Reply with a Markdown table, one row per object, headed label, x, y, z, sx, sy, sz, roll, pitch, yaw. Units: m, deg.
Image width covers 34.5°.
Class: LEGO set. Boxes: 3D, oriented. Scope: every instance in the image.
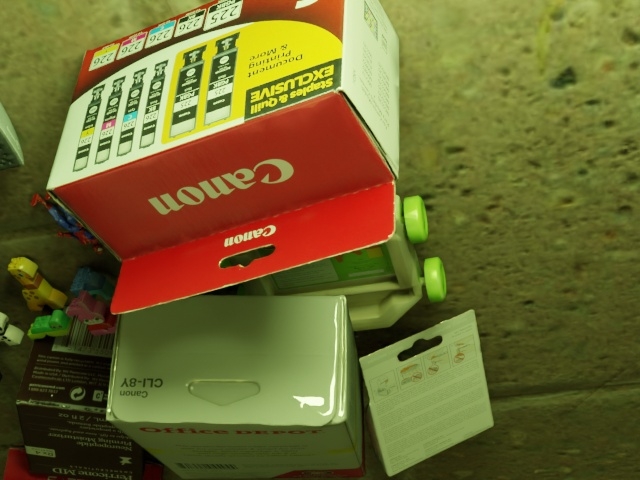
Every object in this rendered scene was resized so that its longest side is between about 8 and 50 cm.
| label | x | y | z | sx | sy | sz | roll | pitch | yaw |
| --- | --- | --- | --- | --- | --- | --- | --- | --- | --- |
| LEGO set | -0.363 | 0.071 | 1.350 | 0.227 | 0.087 | 0.093 | -10 | 136 | 25 |

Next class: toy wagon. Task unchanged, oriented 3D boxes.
| label | x | y | z | sx | sy | sz | roll | pitch | yaw |
| --- | --- | --- | --- | --- | --- | --- | --- | --- | --- |
| toy wagon | 0.000 | 0.000 | 1.251 | 0.267 | 0.068 | 0.344 | -8 | 138 | 13 |

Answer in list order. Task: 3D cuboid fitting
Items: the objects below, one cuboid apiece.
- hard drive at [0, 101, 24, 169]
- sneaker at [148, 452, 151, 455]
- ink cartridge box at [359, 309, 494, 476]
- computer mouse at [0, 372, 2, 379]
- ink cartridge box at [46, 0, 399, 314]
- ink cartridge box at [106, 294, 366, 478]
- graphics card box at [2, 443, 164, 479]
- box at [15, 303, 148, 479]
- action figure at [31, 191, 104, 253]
| label | x | y | z | sx | sy | sz | roll | pitch | yaw |
| --- | --- | --- | --- | --- | --- | --- | --- | --- | --- |
| hard drive | -0.441 | -0.164 | 1.092 | 0.172 | 0.054 | 0.255 | -10 | 139 | 16 |
| sneaker | -0.170 | 0.295 | 1.595 | 0.225 | 0.093 | 0.088 | -6 | 140 | 9 |
| ink cartridge box | 0.145 | 0.207 | 1.460 | 0.181 | 0.056 | 0.225 | -23 | 121 | -12 |
| computer mouse | -0.517 | 0.126 | 1.400 | 0.184 | 0.060 | 0.262 | 46 | 158 | 3 |
| ink cartridge box | -0.088 | -0.100 | 0.976 | 0.309 | 0.272 | 0.130 | -17 | 137 | 21 |
| ink cartridge box | -0.088 | 0.203 | 1.348 | 0.279 | 0.161 | 0.385 | -1 | 158 | 5 |
| graphics card box | -0.373 | 0.411 | 1.666 | 0.232 | 0.094 | 0.371 | 8 | 160 | -7 |
| box | -0.318 | 0.217 | 1.452 | 0.168 | 0.167 | 0.203 | 7 | 140 | -3 |
| action figure | -0.308 | -0.019 | 1.280 | 0.038 | 0.030 | 0.115 | -24 | 136 | 22 |
